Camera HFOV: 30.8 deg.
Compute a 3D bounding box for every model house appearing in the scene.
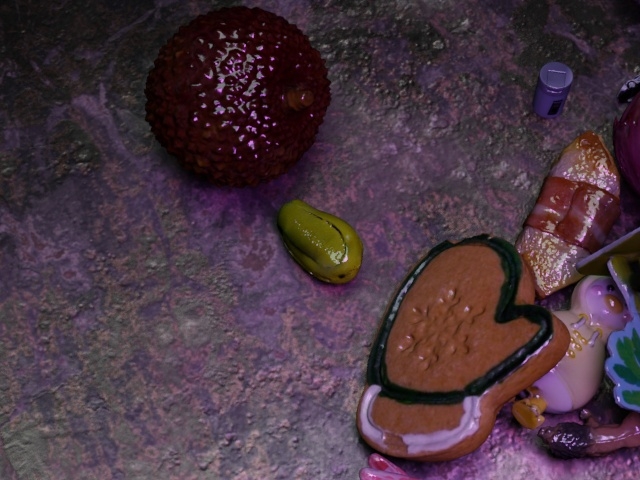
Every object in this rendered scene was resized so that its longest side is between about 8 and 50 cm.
[{"bbox_3d":[0.540,0.127,1.490,0.358,0.242,0.312,3,64,-27],"label":"model house"}]

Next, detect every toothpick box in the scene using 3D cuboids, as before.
[{"bbox_3d":[0.360,-0.234,1.810,0.052,0.083,0.052,-1,63,1],"label":"toothpick box"}]

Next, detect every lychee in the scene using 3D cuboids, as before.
[{"bbox_3d":[-0.121,-0.209,1.709,0.304,0.275,0.275,11,58,42],"label":"lychee"}]

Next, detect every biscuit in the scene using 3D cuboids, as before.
[{"bbox_3d":[0.190,0.137,1.554,0.287,0.057,0.343,-1,56,42],"label":"biscuit"}]

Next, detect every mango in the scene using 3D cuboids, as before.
[{"bbox_3d":[0.000,0.000,1.704,0.091,0.074,0.165,-37,55,-10],"label":"mango"}]

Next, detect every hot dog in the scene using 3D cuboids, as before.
[{"bbox_3d":[0.366,-0.031,1.699,0.123,0.093,0.261,27,85,31],"label":"hot dog"}]

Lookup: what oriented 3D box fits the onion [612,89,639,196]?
[{"bbox_3d":[0.598,-0.148,1.619,0.358,0.358,0.345,-19,69,-9],"label":"onion"}]

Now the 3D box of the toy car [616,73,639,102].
[{"bbox_3d":[0.506,-0.248,1.839,0.093,0.041,0.025,-25,62,-13],"label":"toy car"}]

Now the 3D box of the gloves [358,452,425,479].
[{"bbox_3d":[0.141,0.372,1.478,0.126,0.145,0.241,-18,67,-18],"label":"gloves"}]

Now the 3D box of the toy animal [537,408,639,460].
[{"bbox_3d":[0.399,0.254,1.555,0.220,0.086,0.069,-14,88,-3],"label":"toy animal"}]

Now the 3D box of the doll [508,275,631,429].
[{"bbox_3d":[0.351,0.134,1.600,0.141,0.117,0.296,43,71,13],"label":"doll"}]
